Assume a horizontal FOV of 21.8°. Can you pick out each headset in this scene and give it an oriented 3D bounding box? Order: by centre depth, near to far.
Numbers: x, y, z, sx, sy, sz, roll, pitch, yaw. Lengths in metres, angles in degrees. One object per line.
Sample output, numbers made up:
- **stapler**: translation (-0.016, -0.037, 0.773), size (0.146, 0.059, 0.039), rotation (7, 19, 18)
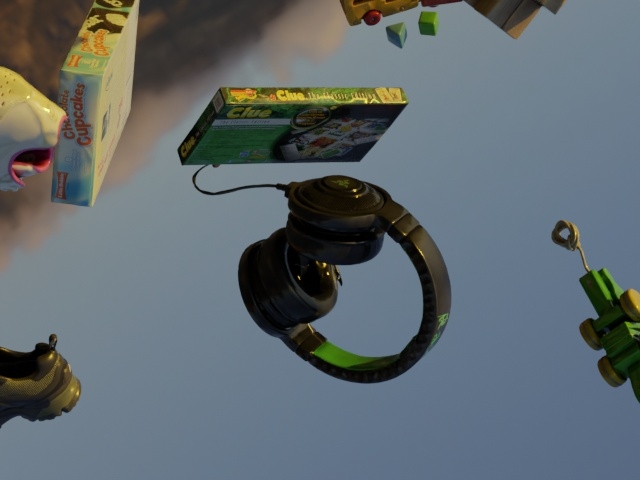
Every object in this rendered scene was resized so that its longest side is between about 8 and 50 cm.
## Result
- **headset**: translation (0.000, 0.000, 2.114), size (0.243, 0.394, 0.185), rotation (-53, 172, 33)

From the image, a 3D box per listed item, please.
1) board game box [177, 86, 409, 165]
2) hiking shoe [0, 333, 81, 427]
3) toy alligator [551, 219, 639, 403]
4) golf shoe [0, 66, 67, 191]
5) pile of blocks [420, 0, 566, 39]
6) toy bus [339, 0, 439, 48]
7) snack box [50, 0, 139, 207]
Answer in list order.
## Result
- **board game box**: translation (-0.032, -0.139, 2.024), size (0.259, 0.030, 0.136), rotation (-3, 153, -33)
- **hiking shoe**: translation (-0.405, 0.172, 1.973), size (0.227, 0.114, 0.086), rotation (-18, -147, -4)
- **toy alligator**: translation (0.254, 0.064, 1.424), size (0.056, 0.190, 0.051), rotation (-38, 146, 26)
- **golf shoe**: translation (-0.362, -0.078, 1.723), size (0.306, 0.140, 0.115), rotation (-42, -153, 54)
- **pile of blocks**: translation (0.092, -0.314, 1.673), size (0.113, 0.362, 0.149), rotation (-53, 148, 8)
- **toy bus**: translation (0.113, -0.410, 2.537), size (0.191, 0.104, 0.202), rotation (19, -122, 24)
- **snack box**: translation (-0.295, -0.198, 2.203), size (0.060, 0.187, 0.322), rotation (8, -152, -1)
